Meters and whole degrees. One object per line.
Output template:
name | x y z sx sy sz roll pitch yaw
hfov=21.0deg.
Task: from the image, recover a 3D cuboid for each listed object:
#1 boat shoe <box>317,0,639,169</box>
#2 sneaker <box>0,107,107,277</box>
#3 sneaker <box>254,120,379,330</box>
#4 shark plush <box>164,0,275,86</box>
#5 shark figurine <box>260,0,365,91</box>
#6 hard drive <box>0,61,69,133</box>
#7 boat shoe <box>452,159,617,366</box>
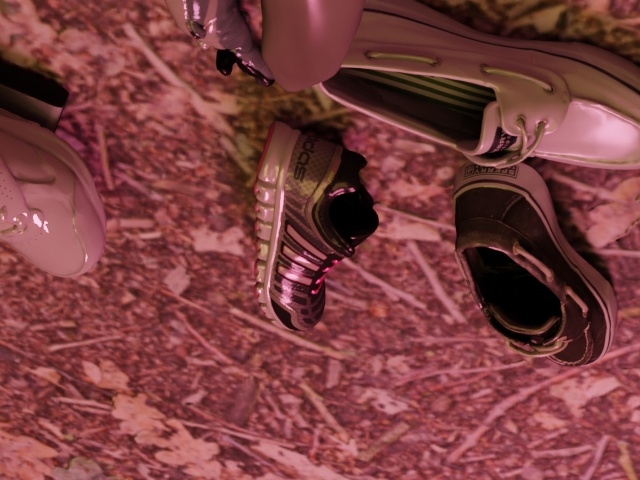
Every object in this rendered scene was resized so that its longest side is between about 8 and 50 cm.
boat shoe | 0.101 -0.075 1.005 0.226 0.076 0.083 16 138 -1
sneaker | -0.230 -0.039 1.071 0.090 0.115 0.232 -24 125 34
sneaker | 0.000 0.000 1.121 0.075 0.063 0.170 11 133 13
shark plush | -0.055 -0.144 0.996 0.067 0.073 0.161 -27 124 0
shark figurine | -0.050 -0.168 0.790 0.166 0.116 0.278 -26 127 35
hard drive | -0.228 -0.069 1.143 0.094 0.022 0.135 22 137 -8
boat shoe | 0.132 0.035 1.100 0.078 0.070 0.219 -6 146 26
